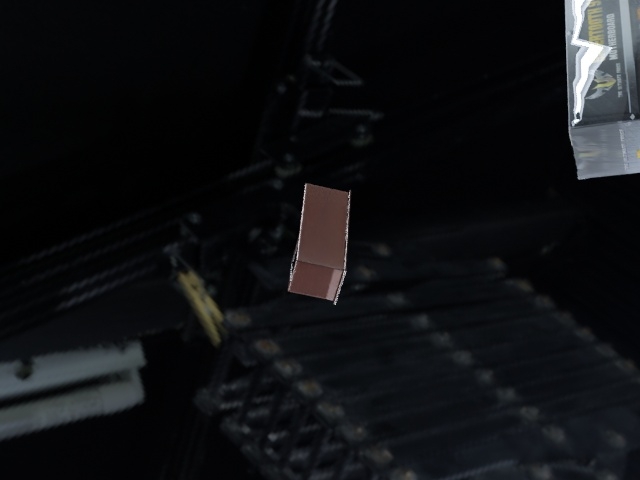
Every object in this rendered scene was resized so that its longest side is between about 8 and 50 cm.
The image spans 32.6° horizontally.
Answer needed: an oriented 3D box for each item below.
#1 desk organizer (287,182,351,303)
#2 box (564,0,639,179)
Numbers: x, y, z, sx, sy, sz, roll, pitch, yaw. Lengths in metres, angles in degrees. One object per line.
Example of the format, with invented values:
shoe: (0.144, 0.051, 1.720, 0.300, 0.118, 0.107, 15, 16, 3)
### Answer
desk organizer: (0.000, 0.000, 1.121, 0.050, 0.130, 0.047, 12, -50, -5)
box: (0.286, -0.155, 0.856, 0.183, 0.231, 0.056, -7, -44, 18)
